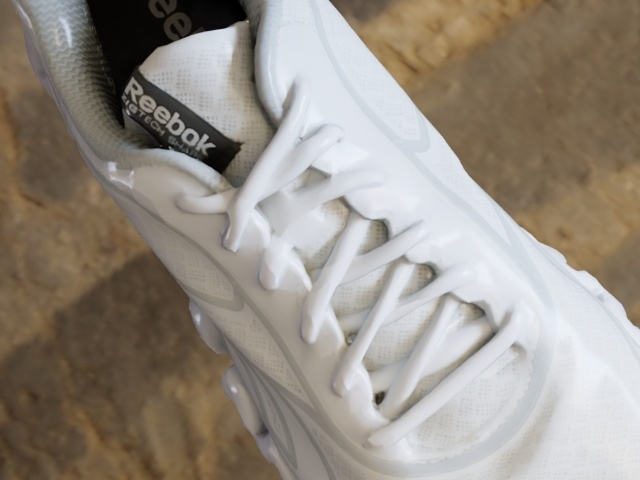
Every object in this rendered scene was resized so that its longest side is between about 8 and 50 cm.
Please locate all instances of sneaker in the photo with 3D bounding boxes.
[{"bbox_3d":[0.000,0.000,0.510,0.110,0.118,0.292,-40,-102,1],"label":"sneaker"}]
